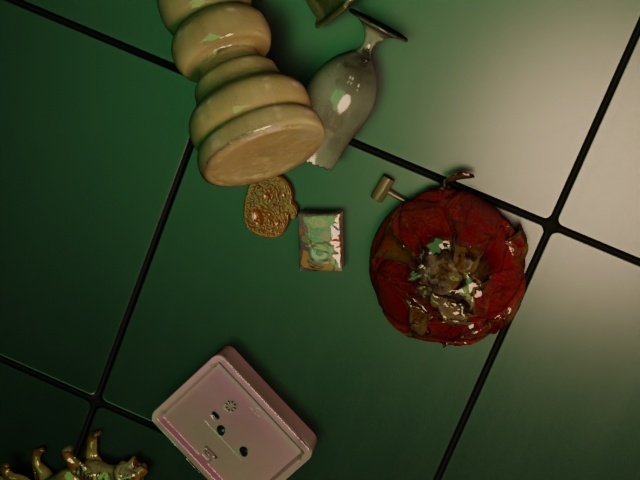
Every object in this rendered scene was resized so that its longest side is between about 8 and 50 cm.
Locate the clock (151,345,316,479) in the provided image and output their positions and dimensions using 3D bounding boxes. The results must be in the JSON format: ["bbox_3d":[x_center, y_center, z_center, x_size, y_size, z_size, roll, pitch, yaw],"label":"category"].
[{"bbox_3d":[-0.122,0.268,1.873,0.150,0.063,0.197,-43,91,15],"label":"clock"}]

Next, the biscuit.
[{"bbox_3d":[-0.067,-0.048,1.825,0.078,0.015,0.091,16,104,8],"label":"biscuit"}]

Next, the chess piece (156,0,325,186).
[{"bbox_3d":[-0.119,-0.236,1.698,0.167,0.167,0.300,-25,72,13],"label":"chess piece"}]

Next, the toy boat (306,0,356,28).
[{"bbox_3d":[0.051,-0.373,1.643,0.055,0.293,0.093,-20,73,-28],"label":"toy boat"}]

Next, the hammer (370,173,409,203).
[{"bbox_3d":[0.124,-0.049,1.793,0.110,0.019,0.036,29,105,0],"label":"hammer"}]

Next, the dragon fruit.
[{"bbox_3d":[0.167,0.050,1.733,0.223,0.148,0.218,-42,96,16],"label":"dragon fruit"}]

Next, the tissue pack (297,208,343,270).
[{"bbox_3d":[0.000,0.000,1.813,0.063,0.035,0.083,0,102,11],"label":"tissue pack"}]

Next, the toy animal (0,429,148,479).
[{"bbox_3d":[-0.372,0.347,1.935,0.241,0.057,0.099,-18,98,12],"label":"toy animal"}]

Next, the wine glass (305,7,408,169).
[{"bbox_3d":[0.030,-0.197,1.740,0.093,0.093,0.202,28,103,3],"label":"wine glass"}]
